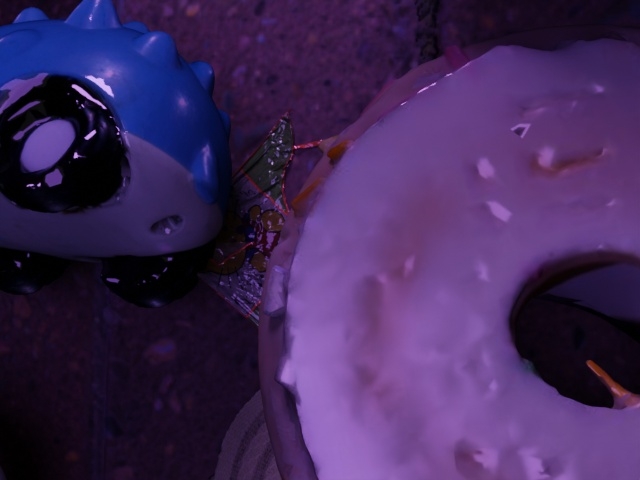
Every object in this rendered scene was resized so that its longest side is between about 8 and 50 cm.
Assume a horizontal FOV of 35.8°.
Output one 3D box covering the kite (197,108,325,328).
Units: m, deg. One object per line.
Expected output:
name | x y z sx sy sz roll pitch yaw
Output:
kite | 0.000 0.000 0.725 0.244 0.006 0.198 -6 91 16

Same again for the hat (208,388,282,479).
hat | 0.021 0.206 0.675 0.252 0.110 0.252 1 94 15

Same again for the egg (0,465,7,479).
egg | -0.378 0.267 0.734 0.371 0.230 0.230 -45 80 19

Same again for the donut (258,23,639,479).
donut | 0.151 0.059 0.577 0.382 0.142 0.383 0 81 1

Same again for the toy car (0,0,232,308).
toy car | -0.178 -0.072 0.688 0.255 0.188 0.190 1 63 24
